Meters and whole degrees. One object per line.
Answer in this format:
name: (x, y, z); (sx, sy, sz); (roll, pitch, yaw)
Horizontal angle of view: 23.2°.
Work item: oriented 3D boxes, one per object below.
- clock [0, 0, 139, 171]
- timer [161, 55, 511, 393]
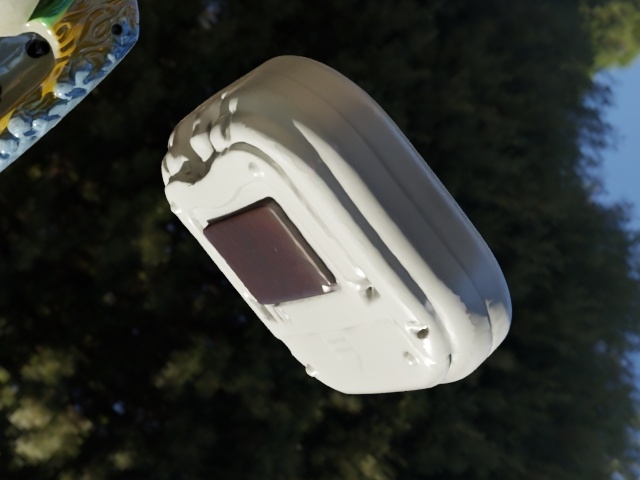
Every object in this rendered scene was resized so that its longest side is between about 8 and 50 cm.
clock: (-0.202, -0.113, 0.846); (0.231, 0.144, 0.103); (-43, -158, -3)
timer: (0.001, 0.000, 1.043); (0.087, 0.237, 0.262); (-44, -170, -22)
